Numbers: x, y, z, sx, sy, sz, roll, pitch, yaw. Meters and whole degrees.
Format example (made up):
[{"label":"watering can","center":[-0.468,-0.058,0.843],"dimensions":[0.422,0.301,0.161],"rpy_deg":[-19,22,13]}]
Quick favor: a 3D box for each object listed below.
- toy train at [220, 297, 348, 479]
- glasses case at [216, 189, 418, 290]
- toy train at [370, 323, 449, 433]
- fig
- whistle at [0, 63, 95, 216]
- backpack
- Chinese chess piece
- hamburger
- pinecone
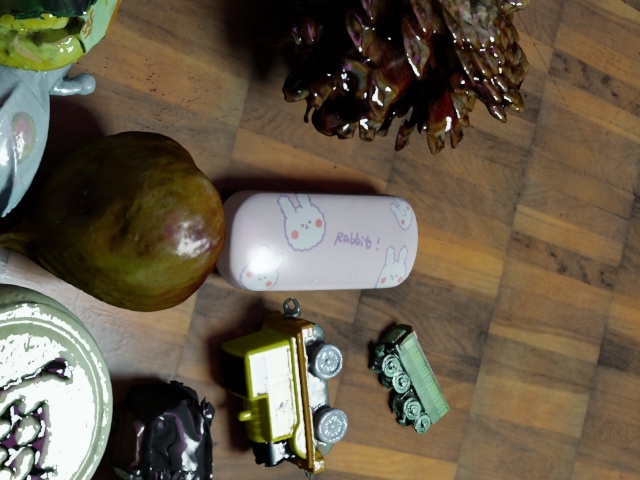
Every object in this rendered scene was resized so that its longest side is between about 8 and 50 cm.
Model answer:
[{"label":"toy train","center":[-0.044,0.176,1.841],"dimensions":[0.127,0.089,0.219],"rpy_deg":[-13,106,-30]},{"label":"glasses case","center":[0.000,0.000,1.860],"dimensions":[0.296,0.075,0.113],"rpy_deg":[-1,95,-44]},{"label":"toy train","center":[0.113,0.178,2.017],"dimensions":[0.071,0.038,0.148],"rpy_deg":[-44,124,-29]},{"label":"fig","center":[-0.238,-0.034,1.583],"dimensions":[0.290,0.190,0.191],"rpy_deg":[17,84,-24]},{"label":"whistle","center":[-0.296,-0.151,1.539],"dimensions":[0.142,0.134,0.346],"rpy_deg":[32,57,1]},{"label":"backpack","center":[-0.170,0.237,1.714],"dimensions":[0.105,0.120,0.165],"rpy_deg":[3,94,-22]},{"label":"Chinese chess piece","center":[-0.321,0.166,1.569],"dimensions":[0.250,0.101,0.250],"rpy_deg":[-6,99,-42]},{"label":"hamburger","center":[-0.292,-0.232,1.454],"dimensions":[0.125,0.214,0.235],"rpy_deg":[94,11,-46]},{"label":"pinecone","center":[0.082,-0.221,1.764],"dimensions":[0.298,0.295,0.242],"rpy_deg":[-57,153,-68]}]
